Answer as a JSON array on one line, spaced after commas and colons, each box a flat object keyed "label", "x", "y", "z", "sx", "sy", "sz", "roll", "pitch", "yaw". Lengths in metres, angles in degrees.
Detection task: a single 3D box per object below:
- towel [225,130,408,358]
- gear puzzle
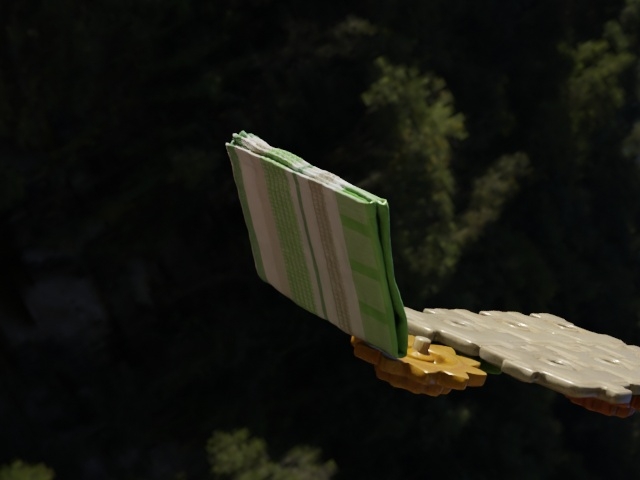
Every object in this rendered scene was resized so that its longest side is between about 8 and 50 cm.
[{"label": "towel", "x": 0.000, "y": 0.000, "z": 0.873, "sx": 0.152, "sy": 0.023, "sz": 0.113, "roll": 27, "pitch": -42, "yaw": 48}, {"label": "gear puzzle", "x": 0.142, "y": 0.092, "z": 0.972, "sx": 0.175, "sy": 0.339, "sz": 0.044, "roll": 21, "pitch": -81, "yaw": 36}]
